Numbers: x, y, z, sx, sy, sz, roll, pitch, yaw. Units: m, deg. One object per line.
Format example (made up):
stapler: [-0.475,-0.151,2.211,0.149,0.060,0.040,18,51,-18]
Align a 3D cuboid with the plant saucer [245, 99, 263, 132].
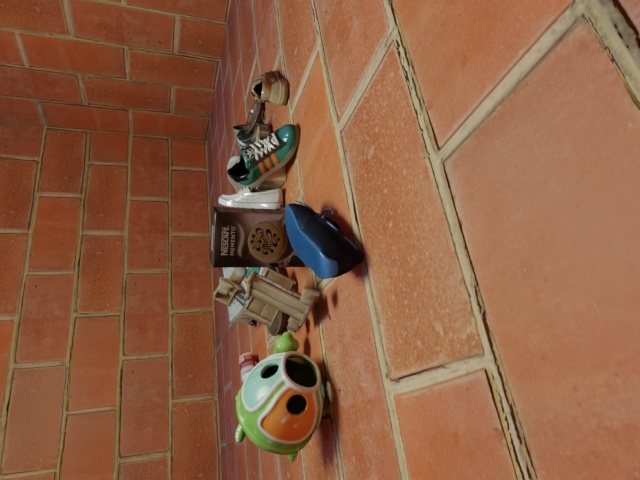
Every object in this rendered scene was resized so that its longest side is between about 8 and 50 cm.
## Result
plant saucer: [-0.298,-0.565,2.043,0.168,0.029,0.168,-39,43,49]

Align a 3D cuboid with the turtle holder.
turtle holder: [-0.089,0.423,1.264,0.227,0.243,0.320,-62,-10,24]

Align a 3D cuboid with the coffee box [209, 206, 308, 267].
coffee box: [-0.182,-0.009,1.370,0.119,0.298,0.168,-148,60,-67]

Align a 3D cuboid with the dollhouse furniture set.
dollhouse furniture set: [-0.150,0.110,1.347,0.173,0.304,0.355,-63,-1,-30]

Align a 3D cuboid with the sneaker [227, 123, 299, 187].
sneaker: [-0.200,-0.294,1.547,0.302,0.121,0.108,-40,61,28]

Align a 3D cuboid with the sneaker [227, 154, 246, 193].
sneaker: [-0.379,-0.329,2.123,0.282,0.102,0.160,89,176,-55]

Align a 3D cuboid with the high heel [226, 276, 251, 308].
high heel: [-0.263,0.168,1.810,0.093,0.186,0.261,-49,2,42]

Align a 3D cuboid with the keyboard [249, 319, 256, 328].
keyboard: [-0.316,0.280,2.108,0.317,0.033,0.201,109,153,-42]

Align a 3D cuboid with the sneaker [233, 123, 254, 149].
sneaker: [-0.342,-0.470,2.144,0.283,0.110,0.122,-120,19,-59]

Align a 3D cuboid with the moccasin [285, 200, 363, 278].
moccasin: [0.000,0.000,1.154,0.342,0.117,0.137,-127,30,-52]

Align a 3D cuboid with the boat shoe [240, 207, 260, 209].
boat shoe: [-0.295,-0.096,1.911,0.320,0.103,0.118,113,162,-67]

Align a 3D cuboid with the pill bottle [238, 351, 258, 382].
pill bottle: [-0.316,0.588,2.015,0.152,0.086,0.086,-112,30,-46]

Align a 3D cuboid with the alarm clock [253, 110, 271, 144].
alarm clock: [-0.241,-0.445,1.881,0.129,0.064,0.191,-131,42,-61]

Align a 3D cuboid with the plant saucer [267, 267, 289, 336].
plant saucer: [-0.166,0.220,1.689,0.278,0.041,0.277,-179,90,-69]

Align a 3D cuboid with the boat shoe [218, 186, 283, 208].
boat shoe: [-0.263,-0.170,1.697,0.095,0.258,0.084,-54,-34,-73]

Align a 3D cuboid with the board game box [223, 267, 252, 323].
board game box: [-0.331,0.179,1.978,0.224,0.098,0.303,-50,40,36]

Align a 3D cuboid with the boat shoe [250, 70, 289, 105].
boat shoe: [-0.216,-0.603,1.753,0.341,0.110,0.121,-132,46,-61]

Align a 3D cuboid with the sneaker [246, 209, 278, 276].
sneaker: [-0.270,-0.003,1.727,0.124,0.179,0.295,-158,82,-80]

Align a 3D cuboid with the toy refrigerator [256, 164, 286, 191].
toy refrigerator: [-0.216,-0.245,1.763,0.269,0.094,0.102,152,117,-67]
